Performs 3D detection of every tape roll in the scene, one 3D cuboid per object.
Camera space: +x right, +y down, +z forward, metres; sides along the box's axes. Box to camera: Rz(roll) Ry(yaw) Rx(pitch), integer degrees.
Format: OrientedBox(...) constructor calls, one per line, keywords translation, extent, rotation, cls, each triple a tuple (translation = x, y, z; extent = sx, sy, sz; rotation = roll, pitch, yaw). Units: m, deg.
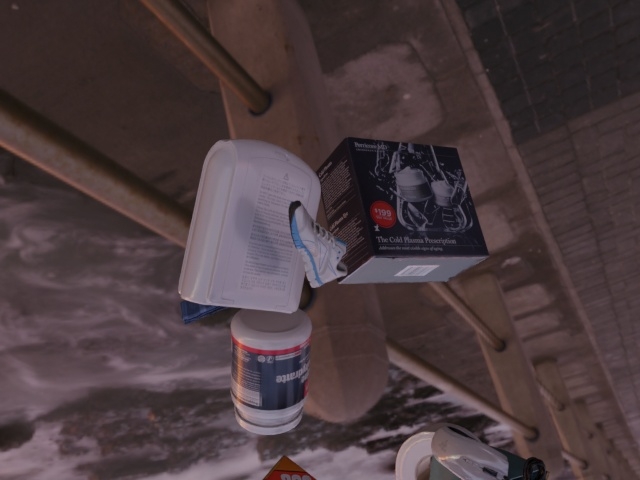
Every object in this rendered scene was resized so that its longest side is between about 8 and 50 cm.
OrientedBox(translation=(0.364, 0.688, 1.823), extent=(0.286, 0.286, 0.100), rotation=(-34, 164, 32), cls="tape roll")

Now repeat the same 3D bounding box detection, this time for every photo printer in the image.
OrientedBox(translation=(-0.120, -0.028, 1.155), extent=(0.107, 0.307, 0.256), rotation=(9, 178, 40), cls="photo printer")

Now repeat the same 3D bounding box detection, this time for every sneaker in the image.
OrientedBox(translation=(0.000, 0.000, 1.078), extent=(0.083, 0.071, 0.191), rotation=(-13, 134, 10), cls="sneaker")

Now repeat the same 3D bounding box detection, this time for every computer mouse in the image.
OrientedBox(translation=(0.254, 0.358, 0.978), extent=(0.193, 0.106, 0.042), rotation=(20, 178, 34), cls="computer mouse")

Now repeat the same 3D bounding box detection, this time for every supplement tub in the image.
OrientedBox(translation=(-0.120, 0.302, 1.493), extent=(0.191, 0.191, 0.272), rotation=(-4, 113, -16), cls="supplement tub")

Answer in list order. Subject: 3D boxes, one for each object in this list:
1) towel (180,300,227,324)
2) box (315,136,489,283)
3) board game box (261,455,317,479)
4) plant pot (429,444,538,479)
OrientedBox(translation=(-0.254, 0.140, 1.389), extent=(0.119, 0.067, 0.029), rotation=(-24, 133, 5), cls="towel")
OrientedBox(translation=(0.197, -0.069, 1.546), extent=(0.343, 0.312, 0.179), rotation=(0, 155, -29), cls="box")
OrientedBox(translation=(-0.037, 0.485, 0.483), extent=(0.356, 0.356, 0.356), rotation=(-33, 153, -59), cls="board game box")
OrientedBox(translation=(0.386, 0.592, 1.509), extent=(0.165, 0.166, 0.234), rotation=(1, -172, -36), cls="plant pot")
